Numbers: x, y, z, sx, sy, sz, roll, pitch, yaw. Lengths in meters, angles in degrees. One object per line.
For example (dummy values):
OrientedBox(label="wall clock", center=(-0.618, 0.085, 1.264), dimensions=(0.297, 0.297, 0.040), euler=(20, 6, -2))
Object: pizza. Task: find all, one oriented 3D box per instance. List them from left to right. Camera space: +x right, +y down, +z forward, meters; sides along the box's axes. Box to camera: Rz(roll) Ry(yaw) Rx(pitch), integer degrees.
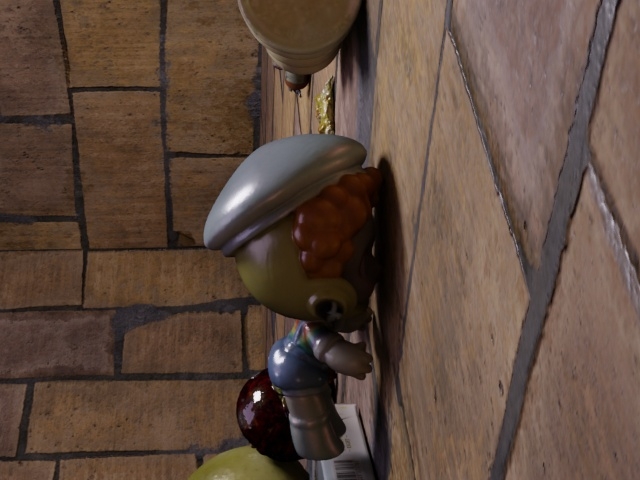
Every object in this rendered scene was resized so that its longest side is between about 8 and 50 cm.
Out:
OrientedBox(label="pizza", center=(0.006, -0.215, 1.906), dimensions=(0.123, 0.026, 0.109), euler=(-97, 10, -52))

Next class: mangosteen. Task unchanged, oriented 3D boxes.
OrientedBox(label="mangosteen", center=(-0.049, 0.264, 1.963), dimensions=(0.172, 0.172, 0.184), euler=(163, 131, -84))

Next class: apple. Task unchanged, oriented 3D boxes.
OrientedBox(label="apple", center=(-0.115, 0.489, 2.020), dimensions=(0.292, 0.254, 0.292), euler=(-13, -90, -88))

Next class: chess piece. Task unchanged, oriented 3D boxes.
OrientedBox(label="chess piece", center=(-0.022, -0.302, 1.641), dimensions=(0.300, 0.167, 0.167), euler=(72, -164, -85))

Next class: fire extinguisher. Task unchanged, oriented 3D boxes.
OrientedBox(label="fire extinguisher", center=(-0.043, -0.331, 2.273), dimensions=(0.177, 0.050, 0.062), euler=(98, 151, -57))

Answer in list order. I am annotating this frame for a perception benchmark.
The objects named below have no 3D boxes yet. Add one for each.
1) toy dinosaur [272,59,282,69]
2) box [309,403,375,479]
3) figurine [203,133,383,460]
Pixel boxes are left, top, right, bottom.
OrientedBox(label="toy dinosaur", center=(-0.064, -0.456, 2.342), dimensions=(0.251, 0.072, 0.200), euler=(-96, 8, -51))
OrientedBox(label="box", center=(0.027, 0.329, 1.546), dimensions=(0.243, 0.067, 0.155), euler=(-108, 19, -70))
OrientedBox(label="figurine", center=(-0.028, 0.070, 1.389), dimensions=(0.224, 0.205, 0.382), euler=(-43, -48, -81))
